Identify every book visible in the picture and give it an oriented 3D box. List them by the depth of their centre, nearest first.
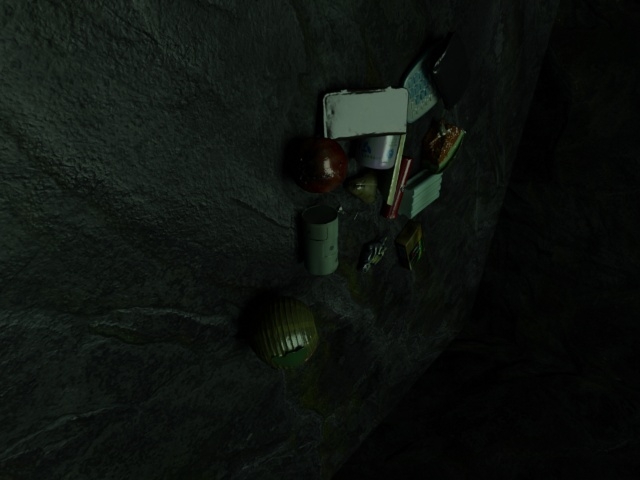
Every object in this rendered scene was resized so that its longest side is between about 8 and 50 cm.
[{"bbox_3d":[0.269,-0.305,1.814,0.026,0.201,0.289,3,117,-10],"label":"book"}]

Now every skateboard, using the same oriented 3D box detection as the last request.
[{"bbox_3d":[0.108,-0.101,1.783,0.032,0.083,0.064,-62,149,-6],"label":"skateboard"}]

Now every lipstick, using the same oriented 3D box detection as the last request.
[{"bbox_3d":[0.332,-0.229,2.036,0.073,0.073,0.279,-17,126,-50],"label":"lipstick"}]

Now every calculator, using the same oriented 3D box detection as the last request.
[{"bbox_3d":[0.436,-0.651,1.912,0.386,0.055,0.256,-48,145,-22],"label":"calculator"}]

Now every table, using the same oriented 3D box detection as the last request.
[{"bbox_3d":[0.000,0.000,1.657,0.126,0.127,0.219,-36,137,-38],"label":"table"}]

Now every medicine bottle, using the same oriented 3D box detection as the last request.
[{"bbox_3d":[0.212,-0.393,1.669,0.152,0.152,0.254,-23,131,-47],"label":"medicine bottle"}]

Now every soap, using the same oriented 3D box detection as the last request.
[{"bbox_3d":[0.469,-0.232,2.216,0.265,0.088,0.159,-35,138,-38],"label":"soap"}]

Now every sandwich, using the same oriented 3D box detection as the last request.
[{"bbox_3d":[0.560,-0.444,2.193,0.212,0.109,0.291,33,79,-50],"label":"sandwich"}]

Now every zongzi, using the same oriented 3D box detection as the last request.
[{"bbox_3d":[0.172,-0.243,1.794,0.160,0.079,0.176,26,80,-58],"label":"zongzi"}]

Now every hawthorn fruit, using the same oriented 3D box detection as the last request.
[{"bbox_3d":[0.016,-0.241,1.468,0.235,0.181,0.181,-26,132,-46],"label":"hawthorn fruit"}]

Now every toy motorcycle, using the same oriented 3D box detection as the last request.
[{"bbox_3d":[0.237,0.053,2.103,0.193,0.061,0.124,-45,141,-25],"label":"toy motorcycle"}]

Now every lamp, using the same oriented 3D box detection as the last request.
[{"bbox_3d":[-0.148,0.316,1.579,0.285,0.250,0.250,-14,135,-1],"label":"lamp"}]

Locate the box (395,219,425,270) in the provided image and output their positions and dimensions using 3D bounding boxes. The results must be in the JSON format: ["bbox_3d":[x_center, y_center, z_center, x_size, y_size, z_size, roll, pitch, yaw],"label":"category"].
[{"bbox_3d":[0.463,0.026,2.404,0.159,0.071,0.240,-54,147,-21],"label":"box"}]

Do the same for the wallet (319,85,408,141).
[{"bbox_3d":[0.143,-0.411,1.522,0.310,0.042,0.165,-10,112,-18],"label":"wallet"}]

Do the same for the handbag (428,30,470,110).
[{"bbox_3d":[0.528,-0.677,1.902,0.191,0.075,0.332,-61,149,-2],"label":"handbag"}]
